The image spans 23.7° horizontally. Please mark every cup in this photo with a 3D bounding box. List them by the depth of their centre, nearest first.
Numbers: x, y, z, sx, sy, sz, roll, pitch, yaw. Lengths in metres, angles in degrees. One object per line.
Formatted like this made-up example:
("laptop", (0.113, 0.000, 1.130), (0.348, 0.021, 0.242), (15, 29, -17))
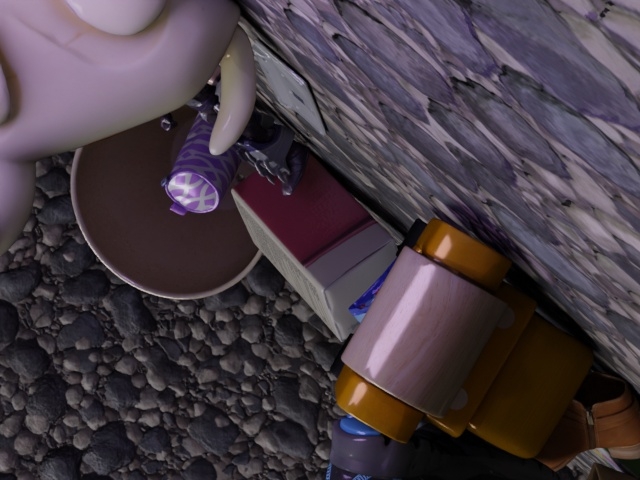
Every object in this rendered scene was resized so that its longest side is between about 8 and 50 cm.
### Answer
("cup", (-0.196, -0.101, 2.424), (0.331, 0.331, 0.237), (42, -155, 1))

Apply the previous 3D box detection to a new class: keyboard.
("keyboard", (-0.030, -0.164, 1.674), (0.072, 0.014, 0.256), (36, 177, 9))

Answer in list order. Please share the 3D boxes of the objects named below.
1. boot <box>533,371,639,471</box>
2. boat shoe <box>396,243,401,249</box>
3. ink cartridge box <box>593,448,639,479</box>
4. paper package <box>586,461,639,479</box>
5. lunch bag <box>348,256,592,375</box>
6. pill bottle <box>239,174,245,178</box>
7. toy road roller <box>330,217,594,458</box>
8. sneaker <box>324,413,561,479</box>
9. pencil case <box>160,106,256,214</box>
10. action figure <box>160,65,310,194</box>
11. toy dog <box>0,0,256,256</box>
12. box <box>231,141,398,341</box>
("boot", (0.273, 0.199, 1.730), (0.152, 0.197, 0.073), (56, -149, -52))
("boat shoe", (0.124, 0.024, 2.157), (0.040, 0.049, 0.142), (59, 170, -16))
("ink cartridge box", (0.361, 0.237, 1.902), (0.209, 0.062, 0.109), (40, 176, 43))
("paper package", (0.465, 0.440, 1.812), (0.309, 0.168, 0.325), (17, 162, 43))
("lunch bag", (0.196, 0.114, 1.857), (0.221, 0.138, 0.293), (45, 166, -12))
("pill bottle", (-0.150, -0.112, 2.742), (0.264, 0.153, 0.153), (42, 178, 13))
("toy road roller", (0.158, 0.116, 1.561), (0.240, 0.203, 0.329), (30, -178, 2))
("sneaker", (0.124, 0.273, 1.646), (0.340, 0.140, 0.125), (14, -177, -41))
("pencil case", (-0.153, -0.125, 2.151), (0.086, 0.206, 0.088), (29, 137, -7))
("action figure", (-0.138, -0.174, 2.008), (0.285, 0.099, 0.185), (36, 167, -35))
("toy dog", (-0.299, -0.150, 1.443), (0.395, 0.408, 0.284), (44, 177, -39))
("box", (0.000, 0.000, 2.148), (0.232, 0.126, 0.149), (47, 167, 32))
